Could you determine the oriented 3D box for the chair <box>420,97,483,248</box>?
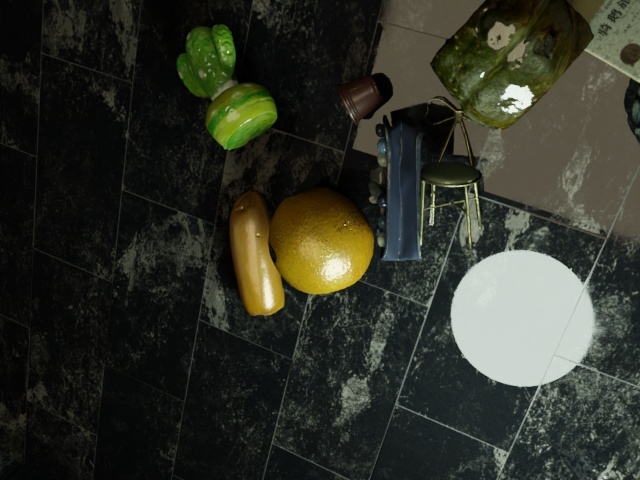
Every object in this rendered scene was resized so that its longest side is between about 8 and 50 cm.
[{"bbox_3d":[0.306,-0.158,1.448,0.160,0.170,0.325,7,116,22],"label":"chair"}]

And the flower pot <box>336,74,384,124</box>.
[{"bbox_3d":[0.102,-0.352,1.499,0.089,0.111,0.111,-26,97,12],"label":"flower pot"}]

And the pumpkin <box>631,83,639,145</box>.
[{"bbox_3d":[0.754,-0.246,1.165,0.296,0.296,0.295,7,110,20],"label":"pumpkin"}]

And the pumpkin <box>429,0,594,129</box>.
[{"bbox_3d":[0.377,-0.383,1.266,0.225,0.303,0.256,42,84,3],"label":"pumpkin"}]

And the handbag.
[{"bbox_3d":[0.175,-0.130,1.467,0.119,0.269,0.325,0,106,2],"label":"handbag"}]

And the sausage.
[{"bbox_3d":[-0.187,0.036,1.739,0.134,0.116,0.353,-3,103,33],"label":"sausage"}]

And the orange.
[{"bbox_3d":[0.000,0.000,1.564,0.275,0.274,0.274,7,110,20],"label":"orange"}]

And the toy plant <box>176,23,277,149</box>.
[{"bbox_3d":[-0.258,-0.411,1.587,0.315,0.185,0.224,56,137,8],"label":"toy plant"}]

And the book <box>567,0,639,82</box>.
[{"bbox_3d":[0.577,-0.486,1.224,0.310,0.021,0.216,47,122,31],"label":"book"}]
